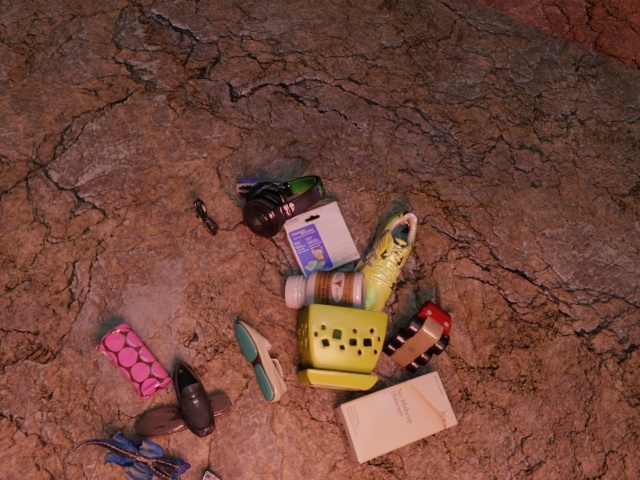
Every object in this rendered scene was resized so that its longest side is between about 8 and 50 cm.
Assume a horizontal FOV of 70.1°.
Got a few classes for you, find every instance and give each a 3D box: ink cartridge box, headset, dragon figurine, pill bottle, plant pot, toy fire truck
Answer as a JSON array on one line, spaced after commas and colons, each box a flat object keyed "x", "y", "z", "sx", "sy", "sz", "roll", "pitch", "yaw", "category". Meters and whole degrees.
[{"x": 0.000, "y": 0.000, "z": 1.495, "sx": 0.206, "sy": 0.045, "sz": 0.209, "roll": -21, "pitch": 84, "yaw": -19, "category": "ink cartridge box"}, {"x": -0.183, "y": -0.121, "z": 1.411, "sx": 0.393, "sy": 0.243, "sz": 0.185, "roll": -23, "pitch": 112, "yaw": 6, "category": "headset"}, {"x": -0.435, "y": 0.520, "z": 1.092, "sx": 0.143, "sy": 0.289, "sz": 0.085, "roll": 3, "pitch": 55, "yaw": 31, "category": "dragon figurine"}, {"x": 0.016, "y": 0.156, "z": 1.370, "sx": 0.229, "sy": 0.131, "sz": 0.131, "roll": 0, "pitch": 64, "yaw": 13, "category": "pill bottle"}, {"x": 0.047, "y": 0.310, "z": 1.289, "sx": 0.227, "sy": 0.227, "sz": 0.207, "roll": 9, "pitch": 70, "yaw": -9, "category": "plant pot"}, {"x": 0.332, "y": 0.261, "z": 1.389, "sx": 0.158, "sy": 0.217, "sz": 0.246, "roll": 34, "pitch": 49, "yaw": 5, "category": "toy fire truck"}]

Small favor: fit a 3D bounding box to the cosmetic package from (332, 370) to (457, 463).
[{"x": 0.208, "y": 0.498, "z": 1.298, "sx": 0.309, "sy": 0.113, "sz": 0.160, "roll": -14, "pitch": 70, "yaw": -17, "category": "cosmetic package"}]

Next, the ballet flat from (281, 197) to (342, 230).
[{"x": -0.040, "y": -0.090, "z": 1.542, "sx": 0.232, "sy": 0.080, "sz": 0.073, "roll": -15, "pitch": 42, "yaw": -21, "category": "ballet flat"}]

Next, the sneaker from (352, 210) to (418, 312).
[{"x": 0.205, "y": 0.060, "z": 1.476, "sx": 0.145, "sy": 0.147, "sz": 0.385, "roll": 24, "pitch": 65, "yaw": -3, "category": "sneaker"}]

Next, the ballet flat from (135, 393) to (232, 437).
[{"x": -0.358, "y": 0.472, "z": 1.213, "sx": 0.249, "sy": 0.058, "sz": 0.084, "roll": -12, "pitch": 41, "yaw": -16, "category": "ballet flat"}]

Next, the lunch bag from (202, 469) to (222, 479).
[{"x": -0.270, "y": 0.624, "z": 1.153, "sx": 0.053, "sy": 0.071, "sz": 0.083, "roll": -18, "pitch": 71, "yaw": -18, "category": "lunch bag"}]

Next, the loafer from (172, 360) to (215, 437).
[{"x": -0.335, "y": 0.407, "z": 1.184, "sx": 0.076, "sy": 0.078, "sz": 0.223, "roll": -20, "pitch": 41, "yaw": -24, "category": "loafer"}]

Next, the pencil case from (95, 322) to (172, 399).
[{"x": -0.499, "y": 0.328, "z": 1.225, "sx": 0.209, "sy": 0.095, "sz": 0.098, "roll": 46, "pitch": 58, "yaw": 8, "category": "pencil case"}]

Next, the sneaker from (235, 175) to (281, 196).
[{"x": -0.201, "y": -0.190, "z": 1.546, "sx": 0.169, "sy": 0.068, "sz": 0.071, "roll": 4, "pitch": 48, "yaw": -17, "category": "sneaker"}]

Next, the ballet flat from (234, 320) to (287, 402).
[{"x": -0.166, "y": 0.339, "z": 1.312, "sx": 0.086, "sy": 0.086, "sz": 0.249, "roll": -21, "pitch": 74, "yaw": -21, "category": "ballet flat"}]
